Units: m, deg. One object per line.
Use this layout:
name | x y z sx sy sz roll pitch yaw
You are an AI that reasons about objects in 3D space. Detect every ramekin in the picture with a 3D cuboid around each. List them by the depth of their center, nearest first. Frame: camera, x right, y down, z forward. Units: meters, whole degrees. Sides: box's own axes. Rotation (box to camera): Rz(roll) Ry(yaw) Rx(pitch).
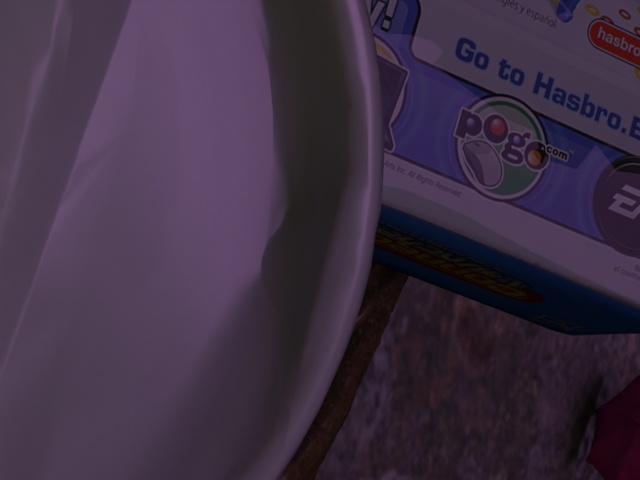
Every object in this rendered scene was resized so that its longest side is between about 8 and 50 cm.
ramekin | -0.131 -0.026 0.387 0.272 0.127 0.273 -5 106 -16

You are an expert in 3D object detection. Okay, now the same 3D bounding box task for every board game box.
board game box | 0.024 -0.156 0.569 0.308 0.086 0.302 22 77 -22

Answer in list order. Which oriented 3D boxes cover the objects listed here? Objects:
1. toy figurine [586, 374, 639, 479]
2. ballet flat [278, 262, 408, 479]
toy figurine | 0.216 0.152 0.979 0.173 0.130 0.159 -45 122 -67
ballet flat | 0.000 0.000 0.670 0.124 0.116 0.342 64 45 -63
